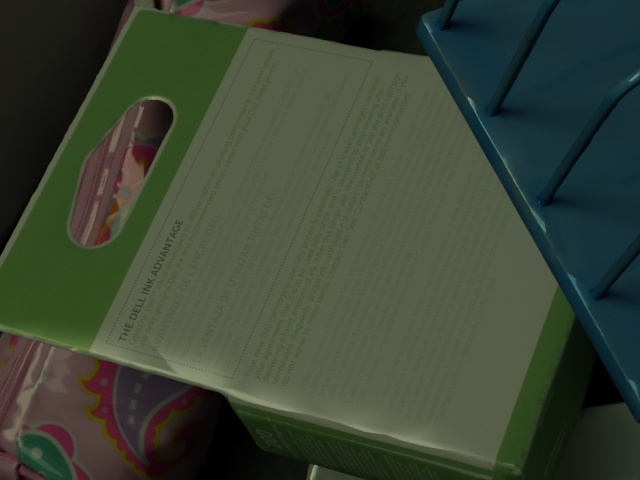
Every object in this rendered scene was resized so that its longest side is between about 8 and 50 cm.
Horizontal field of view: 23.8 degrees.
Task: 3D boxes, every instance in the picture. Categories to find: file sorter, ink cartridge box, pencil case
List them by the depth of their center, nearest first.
[{"bbox_3d":[0.132,-0.048,0.522,0.118,0.104,0.170,-22,72,-17],"label":"file sorter"},{"bbox_3d":[0.000,0.000,0.613,0.235,0.056,0.171,12,63,24],"label":"ink cartridge box"},{"bbox_3d":[-0.076,-0.013,0.722,0.124,0.124,0.284,15,85,40],"label":"pencil case"}]

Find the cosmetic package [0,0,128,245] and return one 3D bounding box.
[{"bbox_3d":[-0.312,-0.245,0.817,0.327,0.329,0.394,-55,49,24],"label":"cosmetic package"}]

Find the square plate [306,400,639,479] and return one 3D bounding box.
[{"bbox_3d":[0.142,0.221,0.514,0.344,0.049,0.347,-15,66,35],"label":"square plate"}]
